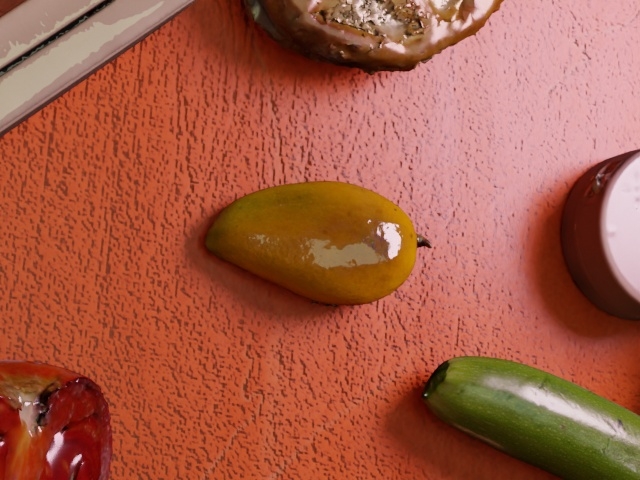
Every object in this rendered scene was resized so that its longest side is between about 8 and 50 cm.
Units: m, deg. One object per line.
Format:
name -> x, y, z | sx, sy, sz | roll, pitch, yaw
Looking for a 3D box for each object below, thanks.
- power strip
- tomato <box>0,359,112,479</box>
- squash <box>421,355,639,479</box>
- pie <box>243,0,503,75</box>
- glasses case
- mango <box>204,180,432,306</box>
power strip -> 0.289, -0.008, 1.594 | 0.154, 0.078, 0.154 | 2, 84, -19
tomato -> -0.262, 0.180, 1.308 | 0.233, 0.139, 0.200 | 2, 101, -63
squash -> 0.218, 0.167, 1.543 | 0.292, 0.082, 0.082 | 27, 74, -16
pie -> 0.045, -0.269, 1.525 | 0.308, 0.085, 0.308 | 2, 81, -17
glasses case -> -0.229, -0.129, 1.375 | 0.313, 0.131, 0.070 | -38, 97, -21
mango -> 0.000, 0.000, 1.490 | 0.187, 0.066, 0.101 | 9, 80, -12
